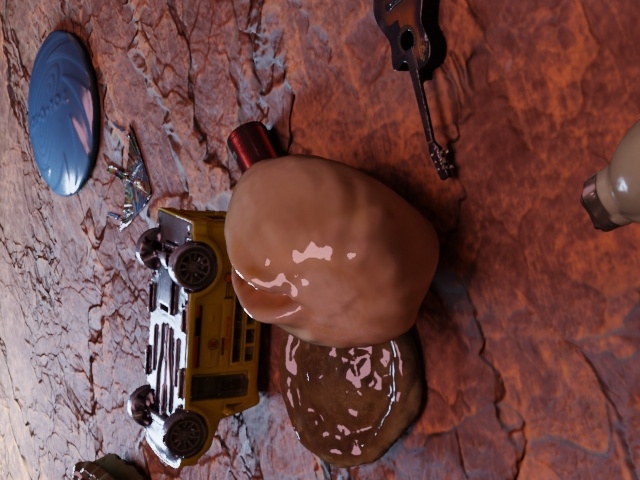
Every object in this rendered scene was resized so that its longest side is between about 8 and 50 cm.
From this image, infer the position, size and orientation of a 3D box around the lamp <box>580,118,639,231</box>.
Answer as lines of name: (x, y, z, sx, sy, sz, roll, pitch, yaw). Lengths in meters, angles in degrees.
lamp: (0.303, -0.072, 0.926, 0.250, 0.101, 0.101, -30, 69, 45)

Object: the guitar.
guitar: (0.108, -0.176, 1.263, 0.088, 0.025, 0.233, -26, 74, 54)

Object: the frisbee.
frisbee: (-0.463, -0.220, 2.073, 0.289, 0.049, 0.290, 11, 103, 55)

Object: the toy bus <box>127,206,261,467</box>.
toy bus: (-0.159, 0.127, 1.583, 0.144, 0.152, 0.330, 21, 109, 59)

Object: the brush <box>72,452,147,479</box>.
brush: (-0.287, 0.416, 1.878, 0.301, 0.084, 0.071, 22, 111, 46)

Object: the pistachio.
pistachio: (0.000, 0.000, 1.295, 0.318, 0.213, 0.194, -136, 31, -56)

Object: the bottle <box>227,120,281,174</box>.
bottle: (-0.061, -0.073, 1.499, 0.060, 0.060, 0.164, -57, 49, 42)

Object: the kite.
kite: (-0.306, -0.095, 1.893, 0.160, 0.010, 0.183, 30, 119, 51)

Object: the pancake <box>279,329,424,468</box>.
pancake: (0.027, 0.156, 1.392, 0.236, 0.042, 0.223, -7, 86, 48)
